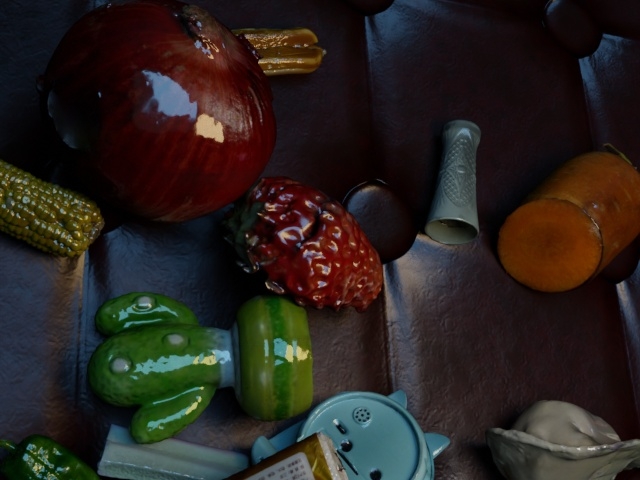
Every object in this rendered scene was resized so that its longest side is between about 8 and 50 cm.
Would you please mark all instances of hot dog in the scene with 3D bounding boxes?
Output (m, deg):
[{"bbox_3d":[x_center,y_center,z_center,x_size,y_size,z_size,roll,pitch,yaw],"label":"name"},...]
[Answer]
[{"bbox_3d":[-0.095,-0.325,1.548,0.235,0.062,0.092,-5,73,-22],"label":"hot dog"}]

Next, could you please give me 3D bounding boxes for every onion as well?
[{"bbox_3d":[-0.249,-0.190,1.290,0.341,0.341,0.342,8,68,-21],"label":"onion"}]

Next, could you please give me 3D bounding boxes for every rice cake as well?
[{"bbox_3d":[-0.202,0.314,1.259,0.221,0.042,0.080,16,32,-16],"label":"rice cake"}]

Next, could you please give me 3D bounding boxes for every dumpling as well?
[{"bbox_3d":[0.414,0.331,1.430,0.243,0.227,0.175,-19,81,-36],"label":"dumpling"}]

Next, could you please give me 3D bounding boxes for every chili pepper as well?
[{"bbox_3d":[-0.333,0.346,1.181,0.257,0.074,0.100,47,43,-8],"label":"chili pepper"}]

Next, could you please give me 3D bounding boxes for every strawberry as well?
[{"bbox_3d":[-0.004,0.002,1.345,0.280,0.253,0.150,30,104,-12],"label":"strawberry"}]

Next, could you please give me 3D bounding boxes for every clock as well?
[{"bbox_3d":[0.053,0.321,1.296,0.274,0.094,0.223,-34,59,-22],"label":"clock"}]

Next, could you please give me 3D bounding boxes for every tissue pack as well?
[{"bbox_3d":[-0.056,0.378,1.159,0.226,0.092,0.183,-28,65,7],"label":"tissue pack"}]

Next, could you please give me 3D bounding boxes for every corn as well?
[{"bbox_3d":[-0.465,-0.068,1.272,0.312,0.102,0.102,24,63,-10],"label":"corn"}]

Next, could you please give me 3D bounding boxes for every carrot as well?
[{"bbox_3d":[0.496,-0.060,1.624,0.331,0.214,0.193,-36,92,-33],"label":"carrot"}]

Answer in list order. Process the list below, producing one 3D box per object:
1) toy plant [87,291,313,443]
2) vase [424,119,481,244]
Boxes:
[{"bbox_3d":[-0.174,0.179,1.282,0.315,0.184,0.224,-2,64,-8],"label":"toy plant"},{"bbox_3d":[0.245,-0.110,1.600,0.096,0.096,0.220,18,62,-16],"label":"vase"}]
